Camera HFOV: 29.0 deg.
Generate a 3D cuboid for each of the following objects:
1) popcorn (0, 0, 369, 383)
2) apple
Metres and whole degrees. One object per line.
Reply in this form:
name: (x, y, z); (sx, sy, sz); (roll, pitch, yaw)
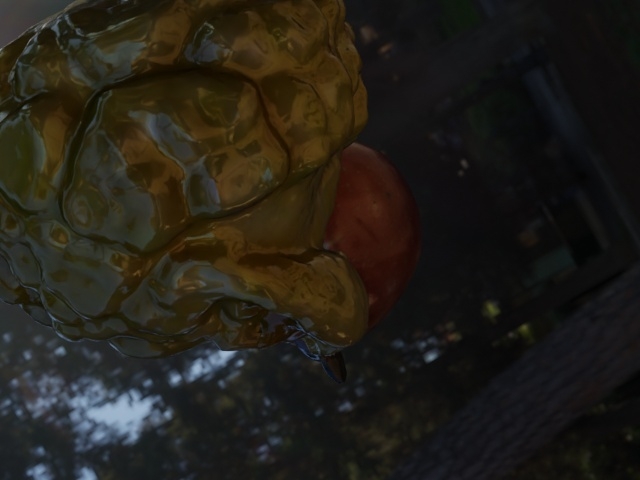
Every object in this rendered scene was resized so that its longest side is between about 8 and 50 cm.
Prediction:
popcorn: (-0.091, -0.049, 0.928); (0.382, 0.349, 0.349); (59, -172, -19)
apple: (0.000, 0.000, 1.495); (0.216, 0.260, 0.260); (-34, -86, -49)
